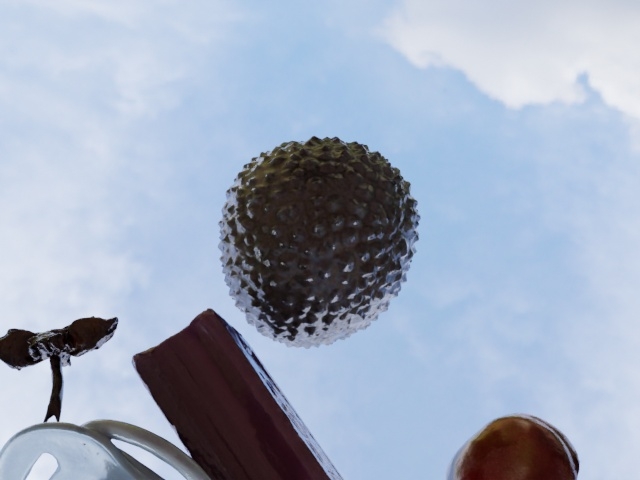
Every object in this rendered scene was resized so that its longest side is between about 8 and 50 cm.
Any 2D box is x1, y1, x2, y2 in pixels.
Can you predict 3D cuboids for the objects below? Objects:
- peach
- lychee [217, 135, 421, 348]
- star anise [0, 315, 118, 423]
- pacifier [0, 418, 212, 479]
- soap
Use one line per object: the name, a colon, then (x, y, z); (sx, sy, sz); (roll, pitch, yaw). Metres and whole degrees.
peach: (0.265, 0.333, 1.480); (0.190, 0.190, 0.192); (-29, -105, -36)
lychee: (0.000, 0.005, 1.525); (0.300, 0.300, 0.300); (2, -143, -2)
star anise: (-0.334, 0.171, 1.438); (0.140, 0.158, 0.144); (-3, -106, -51)
pacifier: (-0.227, 0.309, 1.137); (0.279, 0.227, 0.207); (35, -144, -2)
soap: (-0.059, 0.273, 1.323); (0.128, 0.233, 0.359); (-36, -111, -4)
